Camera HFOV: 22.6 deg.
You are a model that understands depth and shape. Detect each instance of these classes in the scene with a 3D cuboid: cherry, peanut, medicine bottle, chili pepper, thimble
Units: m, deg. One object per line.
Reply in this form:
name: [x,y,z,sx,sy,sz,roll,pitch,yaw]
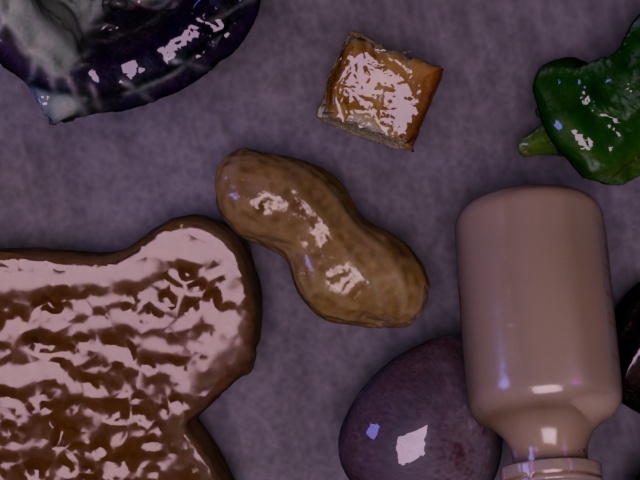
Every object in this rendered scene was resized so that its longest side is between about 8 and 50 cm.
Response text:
cherry: [0.108,0.157,1.243,0.188,0.115,0.148,21,70,-17]
peanut: [-0.001,0.001,1.217,0.193,0.089,0.089,41,100,-2]
medicine bottle: [0.161,0.091,1.162,0.114,0.114,0.252,-4,69,3]
chili pepper: [0.262,-0.124,1.161,0.270,0.099,0.136,-30,100,19]
thimble: [-0.158,-0.207,1.123,0.237,0.150,0.237,-8,118,-16]

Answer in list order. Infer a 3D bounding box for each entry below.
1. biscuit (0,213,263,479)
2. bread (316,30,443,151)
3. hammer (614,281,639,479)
biscuit: [-0.247,0.101,1.259,0.394,0.076,0.368,6,101,-2]
bread: [0.044,-0.111,1.202,0.083,0.077,0.070,22,90,-2]
hammer: [0.244,0.253,1.246,0.242,0.095,0.409,32,99,-4]
